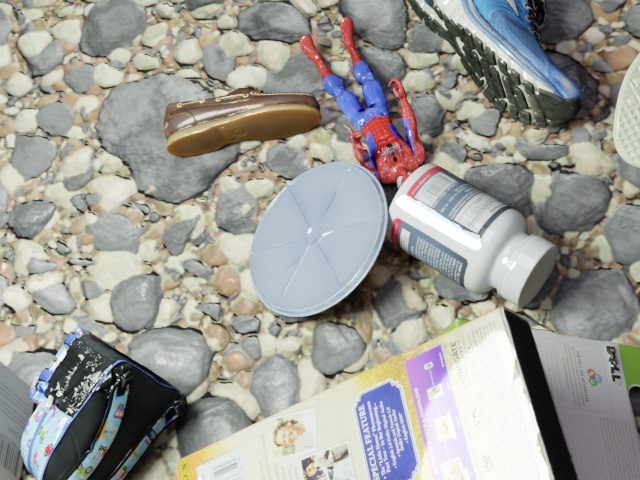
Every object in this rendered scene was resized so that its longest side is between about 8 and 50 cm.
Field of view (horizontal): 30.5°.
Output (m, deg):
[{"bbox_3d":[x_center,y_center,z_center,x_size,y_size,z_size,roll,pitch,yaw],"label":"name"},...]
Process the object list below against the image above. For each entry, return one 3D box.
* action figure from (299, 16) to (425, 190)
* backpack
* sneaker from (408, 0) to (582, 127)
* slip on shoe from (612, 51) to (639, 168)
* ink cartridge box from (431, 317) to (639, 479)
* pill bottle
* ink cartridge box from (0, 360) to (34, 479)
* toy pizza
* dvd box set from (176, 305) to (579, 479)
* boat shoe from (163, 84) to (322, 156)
[{"bbox_3d":[0.054,-0.177,1.451,0.092,0.139,0.280,-25,62,-2],"label":"action figure"},{"bbox_3d":[-0.256,0.204,1.292,0.117,0.158,0.173,29,82,32],"label":"backpack"},{"bbox_3d":[0.234,-0.281,1.474,0.147,0.129,0.330,-31,60,-4],"label":"sneaker"},{"bbox_3d":[0.453,-0.230,1.424,0.123,0.101,0.331,23,81,14],"label":"slip on shoe"},{"bbox_3d":[0.242,0.199,1.237,0.255,0.097,0.188,10,57,-23],"label":"ink cartridge box"},{"bbox_3d":[0.174,-0.002,1.342,0.180,0.108,0.108,33,72,25],"label":"pill bottle"},{"bbox_3d":[-0.424,0.264,1.244,0.131,0.226,0.306,-1,61,11],"label":"ink cartridge box"},{"bbox_3d":[0.000,0.000,1.391,0.201,0.032,0.201,-21,54,31],"label":"toy pizza"},{"bbox_3d":[0.050,0.286,1.128,0.420,0.062,0.307,-30,56,26],"label":"dvd box set"},{"bbox_3d":[-0.103,-0.165,1.505,0.207,0.073,0.073,-9,62,6],"label":"boat shoe"}]
